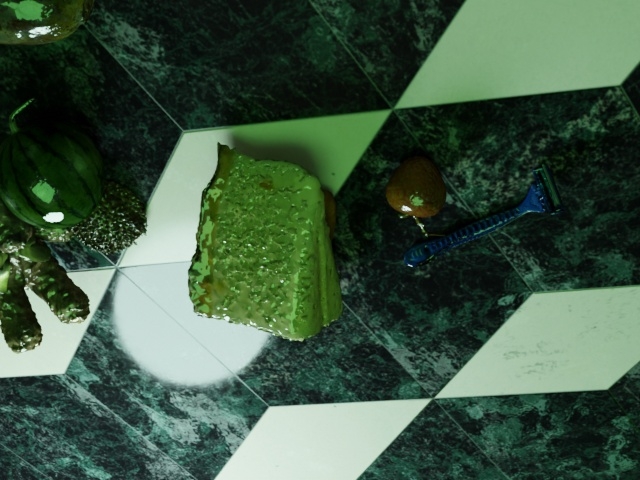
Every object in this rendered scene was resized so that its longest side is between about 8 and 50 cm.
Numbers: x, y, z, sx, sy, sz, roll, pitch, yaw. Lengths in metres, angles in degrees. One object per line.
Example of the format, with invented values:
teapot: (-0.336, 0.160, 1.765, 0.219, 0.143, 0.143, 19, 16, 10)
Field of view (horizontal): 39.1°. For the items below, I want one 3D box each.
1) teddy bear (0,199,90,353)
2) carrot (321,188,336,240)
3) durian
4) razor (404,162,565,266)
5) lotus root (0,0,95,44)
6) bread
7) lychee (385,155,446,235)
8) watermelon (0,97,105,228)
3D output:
teddy bear: (-0.558, 0.035, 1.683, 0.296, 0.246, 0.222, 56, 155, 5)
carrot: (0.000, 0.000, 1.697, 0.061, 0.061, 0.257, 3, 133, 4)
durian: (-0.417, -0.035, 1.686, 0.188, 0.091, 0.148, 26, 127, -13)
razor: (0.294, -0.024, 1.650, 0.324, 0.093, 0.056, -29, 157, 31)
lotus root: (-0.480, -0.380, 1.368, 0.274, 0.152, 0.160, 3, 121, 2)
bread: (-0.081, 0.004, 1.664, 0.248, 0.279, 0.316, 15, 96, 20)
lychee: (0.172, -0.076, 1.575, 0.114, 0.101, 0.140, -2, 90, -6)
watermelon: (-0.475, -0.124, 1.555, 0.188, 0.188, 0.215, -25, 120, 24)
